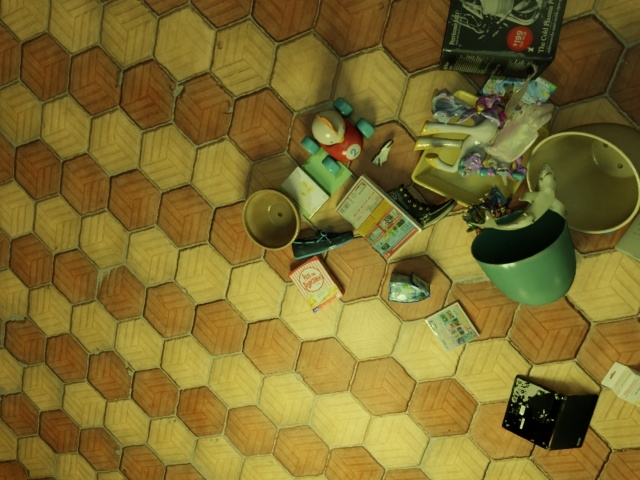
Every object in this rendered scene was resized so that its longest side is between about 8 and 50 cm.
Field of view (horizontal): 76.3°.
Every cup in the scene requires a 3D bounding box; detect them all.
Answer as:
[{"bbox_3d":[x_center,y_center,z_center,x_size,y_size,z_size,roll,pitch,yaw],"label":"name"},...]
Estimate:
[{"bbox_3d":[0.847,-0.221,1.236,0.237,0.331,0.331,-32,94,-19],"label":"cup"}]

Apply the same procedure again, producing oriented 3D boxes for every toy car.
[{"bbox_3d":[0.048,-0.366,1.395,0.210,0.238,0.219,44,101,1],"label":"toy car"}]

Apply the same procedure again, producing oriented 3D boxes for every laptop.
[{"bbox_3d":[0.865,0.649,1.545,0.264,0.136,0.235,18,106,35],"label":"laptop"}]

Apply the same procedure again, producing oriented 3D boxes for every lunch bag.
[{"bbox_3d":[0.330,0.176,1.510,0.151,0.129,0.096,6,103,12],"label":"lunch bag"}]

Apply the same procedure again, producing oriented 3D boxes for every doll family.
[{"bbox_3d":[0.558,-0.094,1.349,0.193,0.076,0.111,-41,86,14],"label":"doll family"}]

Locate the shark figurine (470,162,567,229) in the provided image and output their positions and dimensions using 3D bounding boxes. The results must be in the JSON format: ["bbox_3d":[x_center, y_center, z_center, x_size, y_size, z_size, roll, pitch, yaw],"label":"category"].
[{"bbox_3d":[0.628,-0.088,1.267,0.278,0.116,0.166,-38,89,4],"label":"shark figurine"}]

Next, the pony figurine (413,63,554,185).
[{"bbox_3d":[0.496,-0.329,1.228,0.363,0.303,0.351,18,142,6],"label":"pony figurine"}]

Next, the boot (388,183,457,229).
[{"bbox_3d":[0.342,-0.130,1.440,0.236,0.085,0.179,-35,89,42],"label":"boot"}]

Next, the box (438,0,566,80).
[{"bbox_3d":[0.550,-0.698,1.232,0.312,0.179,0.344,10,95,12],"label":"box"}]

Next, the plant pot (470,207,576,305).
[{"bbox_3d":[0.683,0.070,1.337,0.293,0.293,0.235,-29,111,17],"label":"plant pot"}]

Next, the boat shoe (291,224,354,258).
[{"bbox_3d":[0.000,0.000,1.563,0.258,0.109,0.089,-18,93,14],"label":"boat shoe"}]

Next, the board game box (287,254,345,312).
[{"bbox_3d":[-0.017,0.172,1.632,0.146,0.045,0.194,-35,92,17],"label":"board game box"}]

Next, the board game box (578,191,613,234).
[{"bbox_3d":[0.924,-0.094,1.369,0.168,0.033,0.133,10,107,17],"label":"board game box"}]

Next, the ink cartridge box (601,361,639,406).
[{"bbox_3d":[1.115,0.520,1.435,0.181,0.061,0.104,24,105,8],"label":"ink cartridge box"}]

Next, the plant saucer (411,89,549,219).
[{"bbox_3d":[0.532,-0.289,1.393,0.332,0.081,0.333,27,106,6],"label":"plant saucer"}]

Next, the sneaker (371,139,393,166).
[{"bbox_3d":[0.233,-0.318,1.482,0.043,0.040,0.109,33,111,-12],"label":"sneaker"}]

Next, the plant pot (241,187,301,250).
[{"bbox_3d":[-0.174,-0.091,1.572,0.237,0.110,0.238,7,110,18],"label":"plant pot"}]

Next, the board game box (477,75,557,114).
[{"bbox_3d":[0.647,-0.495,1.347,0.201,0.035,0.136,33,106,5],"label":"board game box"}]

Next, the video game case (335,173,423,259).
[{"bbox_3d":[0.206,-0.081,1.488,0.285,0.025,0.204,43,134,4],"label":"video game case"}]

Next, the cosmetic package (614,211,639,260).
[{"bbox_3d":[1.181,-0.034,1.167,0.327,0.329,0.394,28,107,5],"label":"cosmetic package"}]

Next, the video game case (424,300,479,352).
[{"bbox_3d":[0.503,0.332,1.560,0.143,0.019,0.157,-33,92,17],"label":"video game case"}]

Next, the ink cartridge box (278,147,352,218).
[{"bbox_3d":[-0.021,-0.224,1.548,0.171,0.056,0.235,45,109,2],"label":"ink cartridge box"}]
